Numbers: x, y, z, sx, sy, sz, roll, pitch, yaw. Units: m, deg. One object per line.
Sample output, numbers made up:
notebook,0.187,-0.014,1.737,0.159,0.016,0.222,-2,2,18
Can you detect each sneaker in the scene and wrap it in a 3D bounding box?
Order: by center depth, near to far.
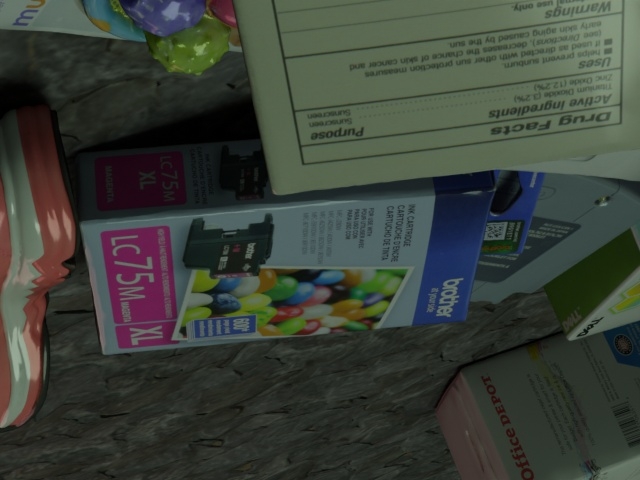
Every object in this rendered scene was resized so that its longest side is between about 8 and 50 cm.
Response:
sneaker,-0.235,0.023,1.006,0.136,0.116,0.314,-4,148,-19

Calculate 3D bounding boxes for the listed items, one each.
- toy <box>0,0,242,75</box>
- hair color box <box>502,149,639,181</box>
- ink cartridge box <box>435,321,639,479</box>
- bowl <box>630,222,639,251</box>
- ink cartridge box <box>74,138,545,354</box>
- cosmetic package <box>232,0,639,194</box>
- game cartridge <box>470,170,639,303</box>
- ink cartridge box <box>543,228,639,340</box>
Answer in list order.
toy,-0.048,-0.126,0.858,0.237,0.056,0.137,-4,152,-42
hair color box,0.172,-0.187,0.756,0.185,0.113,0.374,2,142,-34
ink cartridge box,0.280,0.216,1.936,0.233,0.171,0.168,-17,160,-15
bowl,0.398,-0.056,1.241,0.163,0.311,0.311,-34,171,-39
ink cartridge box,0.000,0.000,1.095,0.311,0.065,0.186,-7,151,-7
cosmetic package,0.035,-0.166,0.564,0.160,0.113,0.309,-7,139,2
game cartridge,0.095,-0.027,1.212,0.297,0.062,0.198,9,142,-38
ink cartridge box,0.240,0.015,1.481,0.255,0.097,0.189,-15,159,-24
